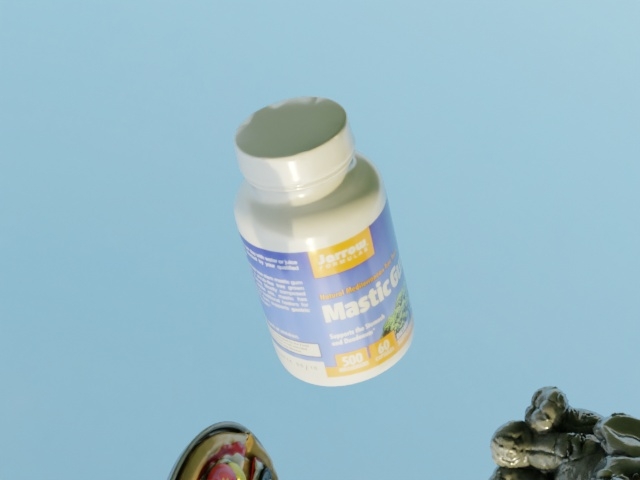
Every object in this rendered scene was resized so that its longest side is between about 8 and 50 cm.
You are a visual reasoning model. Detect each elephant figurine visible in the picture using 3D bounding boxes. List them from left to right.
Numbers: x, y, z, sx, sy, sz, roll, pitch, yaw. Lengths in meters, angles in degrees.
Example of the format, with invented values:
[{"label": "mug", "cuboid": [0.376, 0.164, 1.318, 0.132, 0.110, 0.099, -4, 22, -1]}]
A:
[{"label": "elephant figurine", "cuboid": [0.287, 0.244, 1.198, 0.186, 0.239, 0.169, -39, -66, -24]}]

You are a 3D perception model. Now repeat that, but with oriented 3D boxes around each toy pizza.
[{"label": "toy pizza", "cuboid": [-0.067, 0.242, 0.973, 0.032, 0.201, 0.201, -3, -137, 25]}]

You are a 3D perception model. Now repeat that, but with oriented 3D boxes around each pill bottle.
[{"label": "pill bottle", "cuboid": [0.000, 0.000, 1.250, 0.152, 0.272, 0.152, -10, -144, 7]}]
